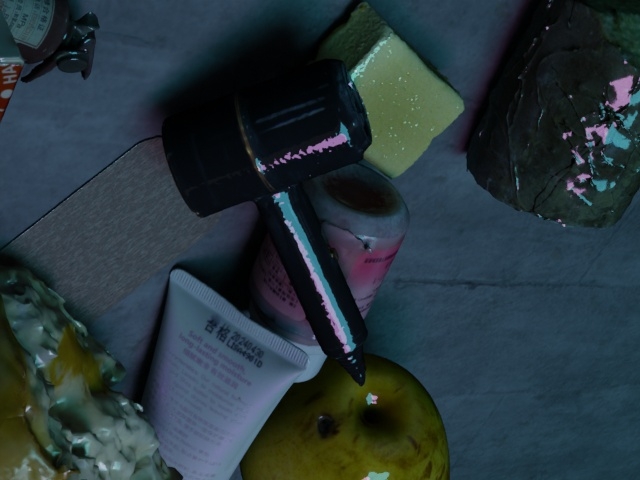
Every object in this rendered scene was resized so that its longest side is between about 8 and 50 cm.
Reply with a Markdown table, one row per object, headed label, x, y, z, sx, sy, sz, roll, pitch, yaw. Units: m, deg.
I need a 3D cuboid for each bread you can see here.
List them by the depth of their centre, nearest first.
| label | x | y | z | sx | sy | sz | roll | pitch | yaw |
| --- | --- | --- | --- | --- | --- | --- | --- | --- | --- |
| bread | -0.352 | 0.266 | 1.223 | 0.394 | 0.250 | 0.361 | -34 | 135 | -4 |
| bread | 0.061 | -0.154 | 1.311 | 0.125 | 0.068 | 0.188 | -46 | 143 | 10 |

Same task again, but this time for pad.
| label | x | y | z | sx | sy | sz | roll | pitch | yaw |
| --- | --- | --- | --- | --- | --- | --- | --- | --- | --- |
| pad | -0.232 | 0.012 | 1.291 | 0.266 | 0.002 | 0.176 | -38 | 144 | -1 |

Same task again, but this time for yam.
| label | x | y | z | sx | sy | sz | roll | pitch | yaw |
| --- | --- | --- | --- | --- | --- | --- | --- | --- | --- |
| yam | 0.310 | -0.156 | 1.431 | 0.202 | 0.201 | 0.271 | -9 | 128 | -36 |

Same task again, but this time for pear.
| label | x | y | z | sx | sy | sz | roll | pitch | yaw |
| --- | --- | --- | --- | --- | --- | --- | --- | --- | --- |
| pear | 0.033 | 0.273 | 1.577 | 0.280 | 0.281 | 0.281 | -23 | 141 | -20 |

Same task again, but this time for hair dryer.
| label | x | y | z | sx | sy | sz | roll | pitch | yaw |
| --- | --- | --- | --- | --- | --- | --- | --- | --- | --- |
| hair dryer | 0.000 | 0.000 | 1.250 | 0.189 | 0.107 | 0.352 | -20 | 117 | 11 |

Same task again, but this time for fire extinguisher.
| label | x | y | z | sx | sy | sz | roll | pitch | yaw |
| --- | --- | --- | --- | --- | --- | --- | --- | --- | --- |
| fire extinguisher | -0.267 | -0.187 | 1.009 | 0.252 | 0.106 | 0.075 | 15 | 79 | -50 |

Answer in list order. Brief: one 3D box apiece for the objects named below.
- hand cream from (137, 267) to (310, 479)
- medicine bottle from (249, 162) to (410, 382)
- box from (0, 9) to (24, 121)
| label | x | y | z | sx | sy | sz | roll | pitch | yaw |
| --- | --- | --- | --- | --- | --- | --- | --- | --- | --- |
| hand cream | -0.143 | 0.203 | 1.459 | 0.118 | 0.185 | 0.359 | -39 | 160 | -51 |
| medicine bottle | -0.004 | 0.038 | 1.399 | 0.147 | 0.147 | 0.247 | -4 | 133 | -38 |
| box | -0.389 | -0.042 | 0.982 | 0.214 | 0.069 | 0.353 | -5 | 144 | -37 |
